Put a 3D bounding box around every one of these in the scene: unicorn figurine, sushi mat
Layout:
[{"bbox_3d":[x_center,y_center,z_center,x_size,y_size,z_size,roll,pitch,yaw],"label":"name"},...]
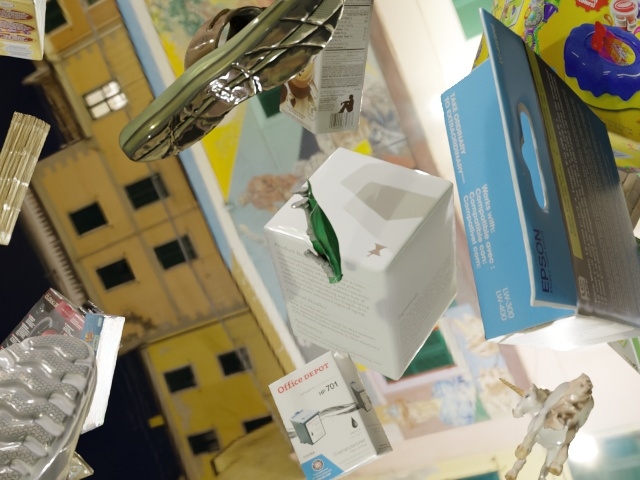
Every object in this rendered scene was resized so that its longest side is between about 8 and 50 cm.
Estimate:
[{"bbox_3d":[0.195,0.159,0.652,0.060,0.162,0.111,36,-120,1],"label":"unicorn figurine"},{"bbox_3d":[-0.724,-0.141,1.770,0.151,0.019,0.317,29,-101,-79],"label":"sushi mat"}]

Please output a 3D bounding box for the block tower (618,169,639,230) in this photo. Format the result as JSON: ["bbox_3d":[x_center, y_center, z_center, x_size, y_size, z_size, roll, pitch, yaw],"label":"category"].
[{"bbox_3d":[0.386,-0.125,1.243,0.335,0.097,0.091,32,164,1],"label":"block tower"}]

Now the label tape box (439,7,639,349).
[{"bbox_3d":[0.204,-0.031,0.729,0.347,0.115,0.249,14,-116,-52],"label":"label tape box"}]

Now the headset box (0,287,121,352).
[{"bbox_3d":[-0.625,0.267,1.771,0.293,0.218,0.110,-52,-37,-13],"label":"headset box"}]

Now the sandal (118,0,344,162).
[{"bbox_3d":[-0.105,-0.199,0.821,0.086,0.302,0.120,57,-175,15],"label":"sandal"}]

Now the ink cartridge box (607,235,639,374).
[{"bbox_3d":[0.386,0.096,0.930,0.109,0.062,0.209,-96,-16,-76],"label":"ink cartridge box"}]

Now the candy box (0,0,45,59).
[{"bbox_3d":[-0.298,-0.257,0.742,0.186,0.053,0.109,172,101,-73],"label":"candy box"}]

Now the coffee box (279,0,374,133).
[{"bbox_3d":[0.007,-0.394,1.589,0.168,0.118,0.297,41,133,50],"label":"coffee box"}]

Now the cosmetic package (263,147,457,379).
[{"bbox_3d":[0.115,0.055,1.839,0.327,0.329,0.394,-48,-35,-32],"label":"cosmetic package"}]

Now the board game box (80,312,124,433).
[{"bbox_3d":[-0.400,0.231,1.339,0.136,0.035,0.201,89,-169,-84],"label":"board game box"}]

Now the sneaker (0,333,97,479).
[{"bbox_3d":[-0.253,0.207,0.588,0.115,0.105,0.281,78,-150,-60],"label":"sneaker"}]

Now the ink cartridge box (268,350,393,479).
[{"bbox_3d":[0.016,0.304,1.295,0.082,0.139,0.191,17,-136,-64],"label":"ink cartridge box"}]

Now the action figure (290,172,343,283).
[{"bbox_3d":[0.000,0.000,1.478,0.137,0.063,0.232,-90,-18,-51],"label":"action figure"}]

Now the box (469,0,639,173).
[{"bbox_3d":[0.386,-0.271,1.026,0.177,0.289,0.279,-164,92,-80],"label":"box"}]

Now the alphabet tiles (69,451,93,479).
[{"bbox_3d":[-0.647,0.471,1.512,0.011,0.342,0.285,-98,-18,-59],"label":"alphabet tiles"}]
